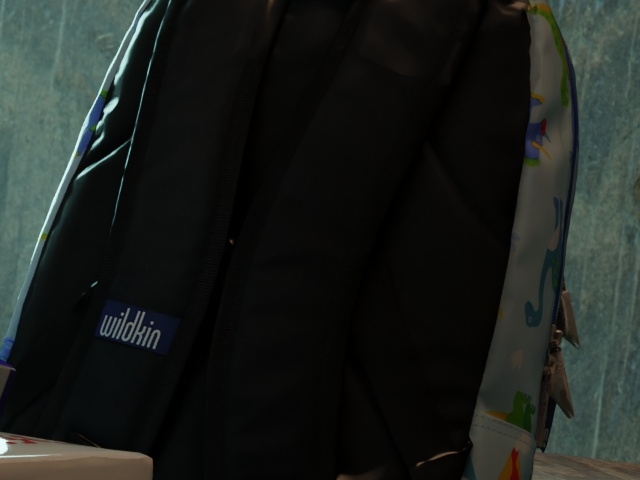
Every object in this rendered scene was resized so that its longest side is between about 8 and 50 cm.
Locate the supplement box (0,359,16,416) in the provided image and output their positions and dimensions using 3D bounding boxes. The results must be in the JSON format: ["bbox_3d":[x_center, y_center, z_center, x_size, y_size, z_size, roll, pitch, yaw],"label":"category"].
[{"bbox_3d":[-0.245,0.058,0.714,0.220,0.111,0.114,16,-7,24],"label":"supplement box"}]

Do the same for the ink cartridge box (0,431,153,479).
[{"bbox_3d":[-0.183,0.084,0.471,0.237,0.100,0.172,7,-2,23],"label":"ink cartridge box"}]

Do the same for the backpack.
[{"bbox_3d":[0.000,0.000,0.971,0.290,0.356,0.273,6,-4,24],"label":"backpack"}]
